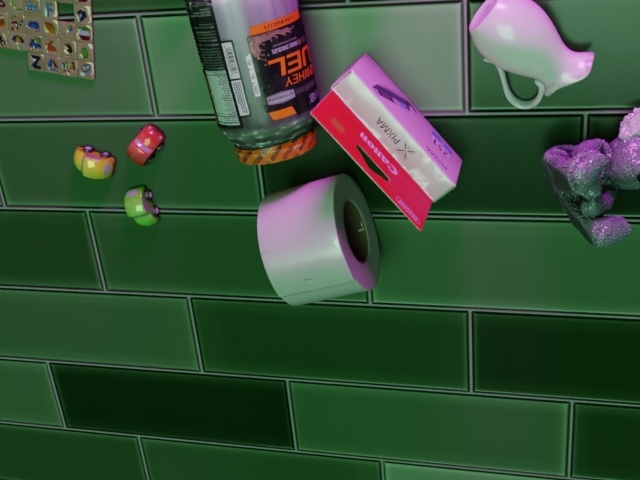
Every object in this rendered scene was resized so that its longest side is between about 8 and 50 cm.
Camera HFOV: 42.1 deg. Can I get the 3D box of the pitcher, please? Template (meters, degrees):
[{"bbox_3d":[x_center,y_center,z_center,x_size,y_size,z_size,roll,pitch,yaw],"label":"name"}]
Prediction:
[{"bbox_3d":[0.358,-0.337,1.506,0.207,0.125,0.178,33,136,-14],"label":"pitcher"}]

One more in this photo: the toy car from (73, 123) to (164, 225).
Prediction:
[{"bbox_3d":[-0.429,-0.127,1.866,0.239,0.053,0.224,-13,111,22],"label":"toy car"}]

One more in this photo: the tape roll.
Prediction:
[{"bbox_3d":[0.000,0.000,1.697,0.169,0.246,0.246,-13,111,22],"label":"tape roll"}]

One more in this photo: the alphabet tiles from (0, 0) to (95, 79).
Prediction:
[{"bbox_3d":[-0.595,-0.456,1.776,0.237,0.009,0.198,11,119,11],"label":"alphabet tiles"}]

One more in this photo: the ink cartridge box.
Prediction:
[{"bbox_3d":[0.135,-0.191,1.551,0.066,0.261,0.296,-38,101,29],"label":"ink cartridge box"}]

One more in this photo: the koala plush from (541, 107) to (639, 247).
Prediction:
[{"bbox_3d":[0.544,-0.134,1.534,0.221,0.203,0.196,-28,116,5],"label":"koala plush"}]

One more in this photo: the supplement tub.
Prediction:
[{"bbox_3d":[-0.120,-0.329,1.588,0.207,0.207,0.337,-5,115,18],"label":"supplement tub"}]
